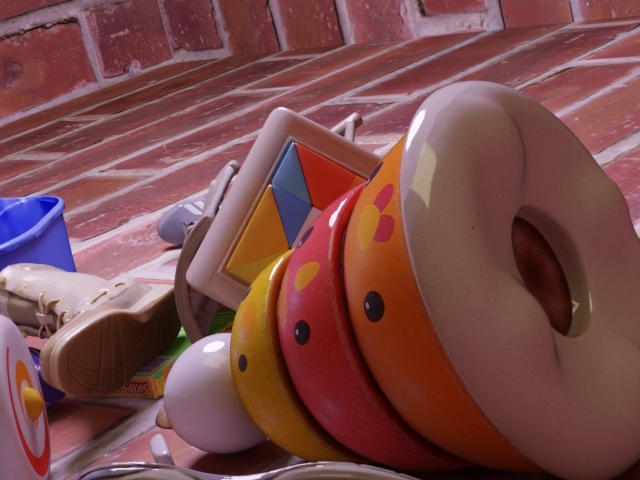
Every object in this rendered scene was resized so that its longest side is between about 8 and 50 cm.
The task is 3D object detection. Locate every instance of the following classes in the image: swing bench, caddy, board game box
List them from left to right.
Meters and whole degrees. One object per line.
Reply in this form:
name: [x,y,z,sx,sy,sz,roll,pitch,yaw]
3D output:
caddy: [-0.497,0.024,2.126,0.241,0.179,0.341,-11,15,8]
board game box: [-0.170,0.121,1.761,0.124,0.039,0.259,-2,22,35]
swing bench: [-0.050,-0.014,1.736,0.254,0.165,0.253,-17,16,8]

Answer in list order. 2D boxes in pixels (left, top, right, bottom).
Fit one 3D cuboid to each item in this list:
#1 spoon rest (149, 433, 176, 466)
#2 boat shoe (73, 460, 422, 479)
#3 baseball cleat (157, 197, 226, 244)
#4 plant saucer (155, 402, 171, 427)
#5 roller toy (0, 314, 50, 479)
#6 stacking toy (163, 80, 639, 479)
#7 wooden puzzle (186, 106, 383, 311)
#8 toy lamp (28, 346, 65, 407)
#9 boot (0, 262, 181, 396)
spoon rest: [-0.236,0.271,1.240,0.276,0.084,0.137,-29,16,-5]
boat shoe: [-0.042,0.244,1.105,0.324,0.123,0.116,-2,51,10]
baseball cleat: [-0.160,-0.026,2.214,0.205,0.072,0.109,-14,21,13]
plant saucer: [-0.140,0.178,1.570,0.083,0.015,0.083,-13,15,4]
roller toy: [-0.345,0.171,1.430,0.146,0.209,0.191,-13,-14,0]
stacking toy: [0.036,0.101,1.313,0.479,0.351,0.350,-26,6,34]
wooden puzzle: [0.000,0.000,1.555,0.238,0.221,0.044,28,0,12]
toy lamp: [-0.392,0.159,1.747,0.080,0.080,0.274,-26,17,-37]
boot: [-0.296,0.093,1.642,0.203,0.095,0.262,11,19,19]
